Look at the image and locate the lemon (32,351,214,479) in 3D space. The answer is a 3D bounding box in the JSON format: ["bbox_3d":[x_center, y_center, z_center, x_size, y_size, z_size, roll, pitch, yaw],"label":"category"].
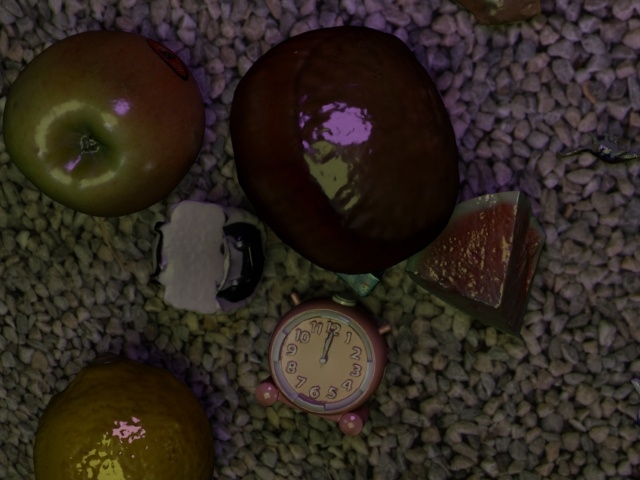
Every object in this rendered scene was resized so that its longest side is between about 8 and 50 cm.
[{"bbox_3d":[-0.380,0.406,1.965,0.350,0.350,0.387,-6,91,18],"label":"lemon"}]

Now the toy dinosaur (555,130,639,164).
[{"bbox_3d":[0.489,-0.155,1.691,0.180,0.037,0.058,10,135,20],"label":"toy dinosaur"}]

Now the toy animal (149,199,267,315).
[{"bbox_3d":[-0.207,0.030,1.888,0.204,0.156,0.208,6,93,17],"label":"toy animal"}]

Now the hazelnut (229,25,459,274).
[{"bbox_3d":[0.027,-0.140,1.664,0.421,0.353,0.420,17,130,22],"label":"hazelnut"}]

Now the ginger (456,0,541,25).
[{"bbox_3d":[0.272,-0.409,1.646,0.190,0.069,0.095,35,119,1],"label":"ginger"}]

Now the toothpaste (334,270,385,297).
[{"bbox_3d":[0.000,0.000,1.865,0.267,0.065,0.050,39,114,1],"label":"toothpaste"}]

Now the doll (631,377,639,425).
[{"bbox_3d":[0.597,0.284,1.798,0.099,0.058,0.142,22,115,31],"label":"doll"}]

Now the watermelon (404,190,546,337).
[{"bbox_3d":[0.289,0.032,1.735,0.256,0.176,0.260,13,98,-22],"label":"watermelon"}]

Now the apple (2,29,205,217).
[{"bbox_3d":[-0.379,-0.208,1.771,0.339,0.305,0.338,4,107,14],"label":"apple"}]

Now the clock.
[{"bbox_3d":[0.016,0.212,1.904,0.227,0.142,0.241,17,102,9],"label":"clock"}]
